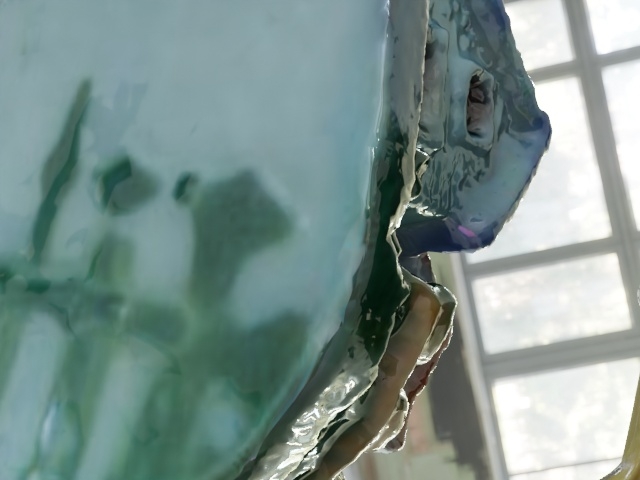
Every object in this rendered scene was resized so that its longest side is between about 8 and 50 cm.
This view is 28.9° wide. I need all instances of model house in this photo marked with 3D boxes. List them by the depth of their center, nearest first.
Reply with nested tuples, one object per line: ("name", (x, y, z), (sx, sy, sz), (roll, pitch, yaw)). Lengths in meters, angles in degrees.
("model house", (0.000, 0.000, 0.653), (0.329, 0.252, 0.294), (21, 71, -58))

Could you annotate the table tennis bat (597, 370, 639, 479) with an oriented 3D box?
("table tennis bat", (0.279, 0.244, 1.098), (0.050, 0.198, 0.320), (23, -74, 53))

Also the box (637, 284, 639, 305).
("box", (0.331, 0.013, 0.547), (0.252, 0.329, 0.177), (72, 2, -63))
